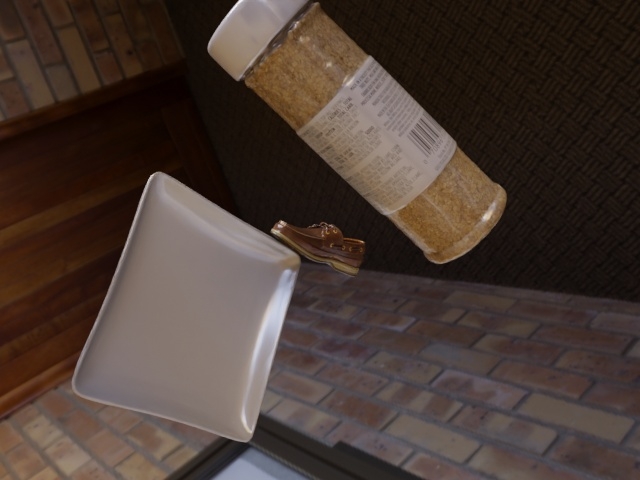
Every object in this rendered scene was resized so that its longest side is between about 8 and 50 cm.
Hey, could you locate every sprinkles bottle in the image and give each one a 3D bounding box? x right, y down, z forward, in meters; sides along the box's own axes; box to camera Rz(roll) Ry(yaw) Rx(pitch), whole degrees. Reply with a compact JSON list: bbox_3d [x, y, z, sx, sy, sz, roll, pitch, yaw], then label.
[{"bbox_3d":[0.045,-0.129,0.695,0.355,0.121,0.121,42,148,-11],"label":"sprinkles bottle"}]

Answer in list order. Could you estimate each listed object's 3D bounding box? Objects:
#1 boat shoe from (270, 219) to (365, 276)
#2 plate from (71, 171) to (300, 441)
[{"bbox_3d":[0.000,0.000,0.936,0.064,0.178,0.060,31,95,48],"label":"boat shoe"},{"bbox_3d":[-0.160,0.094,0.816,0.045,0.277,0.278,-3,154,43],"label":"plate"}]
